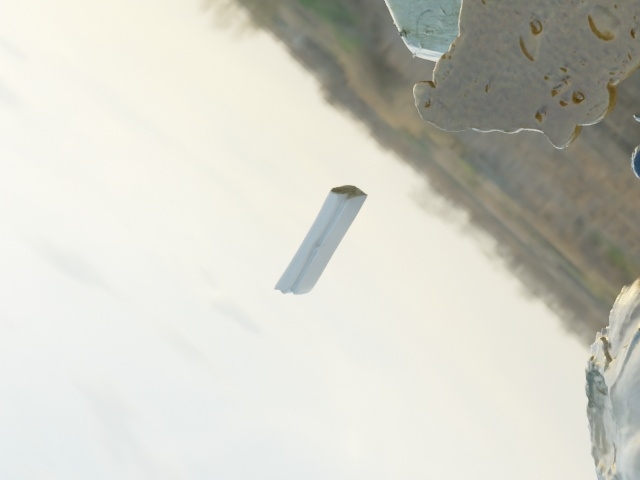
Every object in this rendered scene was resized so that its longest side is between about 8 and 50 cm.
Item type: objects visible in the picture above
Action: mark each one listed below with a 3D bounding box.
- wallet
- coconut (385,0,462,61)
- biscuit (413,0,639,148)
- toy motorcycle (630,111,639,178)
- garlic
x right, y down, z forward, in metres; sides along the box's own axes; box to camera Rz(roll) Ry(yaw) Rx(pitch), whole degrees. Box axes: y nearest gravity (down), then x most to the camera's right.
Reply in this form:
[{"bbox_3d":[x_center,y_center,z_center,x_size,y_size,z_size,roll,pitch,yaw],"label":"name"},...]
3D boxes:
[{"bbox_3d":[0.000,0.000,1.464,0.025,0.122,0.061,40,-157,24],"label":"wallet"},{"bbox_3d":[0.169,-0.301,1.446,0.245,0.247,0.245,62,-172,-16],"label":"coconut"},{"bbox_3d":[0.190,-0.159,1.210,0.162,0.250,0.035,66,-154,-4],"label":"biscuit"},{"bbox_3d":[0.497,-0.133,1.810,0.073,0.225,0.152,-65,-26,-60],"label":"toy motorcycle"},{"bbox_3d":[0.283,0.148,1.054,0.256,0.207,0.207,52,180,-28],"label":"garlic"}]
